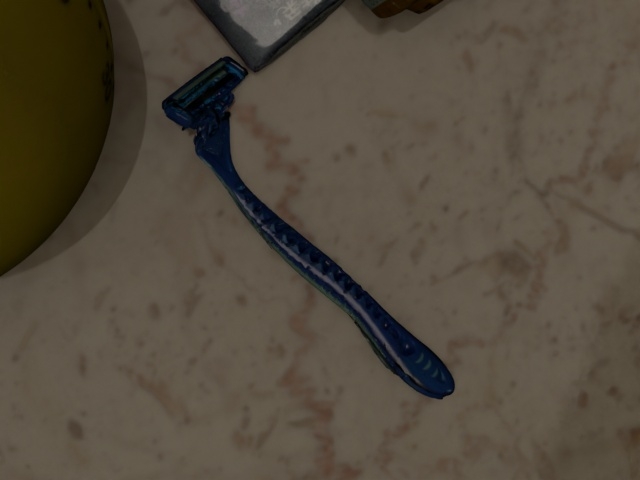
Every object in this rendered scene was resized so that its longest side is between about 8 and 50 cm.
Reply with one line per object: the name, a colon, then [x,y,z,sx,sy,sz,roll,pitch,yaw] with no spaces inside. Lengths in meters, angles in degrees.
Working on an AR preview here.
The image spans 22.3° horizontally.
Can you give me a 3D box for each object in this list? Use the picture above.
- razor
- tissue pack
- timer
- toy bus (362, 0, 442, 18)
razor: [-0.008,0.005,1.290,0.056,0.093,0.324,-33,99,39]
tissue pack: [-0.058,-0.225,1.276,0.112,0.051,0.156,-39,94,2]
timer: [-0.313,-0.143,1.151,0.376,0.387,0.376,-4,132,-5]
toy bus: [0.100,-0.255,1.236,0.201,0.098,0.114,-35,96,-18]
